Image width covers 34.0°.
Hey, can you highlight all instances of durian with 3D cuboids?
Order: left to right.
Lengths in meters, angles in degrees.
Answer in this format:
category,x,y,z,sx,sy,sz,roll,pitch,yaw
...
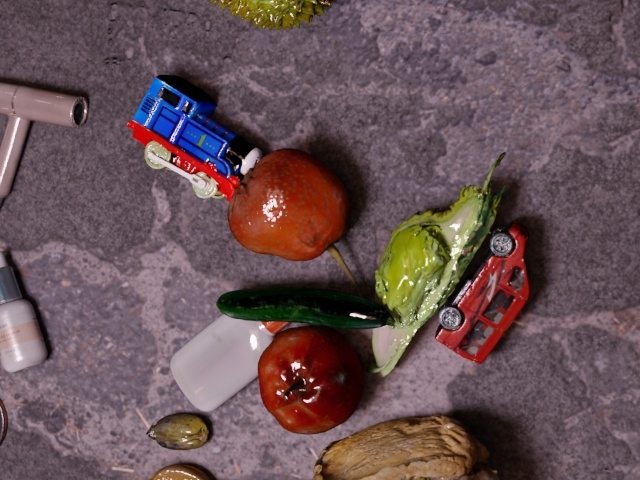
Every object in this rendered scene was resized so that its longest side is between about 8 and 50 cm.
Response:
category,x,y,z,sx,sy,sz,roll,pitch,yaw
durian,-0.065,-0.394,1.448,0.237,0.176,0.200,23,109,20
durian,0.139,0.035,1.439,0.106,0.132,0.375,26,111,-5

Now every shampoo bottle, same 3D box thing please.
category,x,y,z,sx,sy,sz,roll,pitch,yaw
shampoo bottle,-0.495,0.112,1.665,0.074,0.074,0.192,-20,87,18
shampoo bottle,-0.121,0.157,1.561,0.221,0.051,0.108,-39,77,16

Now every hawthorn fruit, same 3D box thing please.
category,x,y,z,sx,sy,sz,roll,pitch,yaw
hawthorn fruit,-0.019,0.198,1.457,0.157,0.194,0.157,0,91,11
hawthorn fruit,0.000,0.000,1.479,0.285,0.165,0.165,45,105,-7

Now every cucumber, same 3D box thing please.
category,x,y,z,sx,sy,sz,roll,pitch,yaw
cucumber,-0.027,0.093,1.466,0.284,0.056,0.056,2,94,30

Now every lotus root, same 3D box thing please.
category,x,y,z,sx,sy,sz,roll,pitch,yaw
lotus root,-0.218,0.293,1.600,0.099,0.049,0.054,-2,101,17

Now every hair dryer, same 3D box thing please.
category,x,y,z,sx,sy,sz,roll,pitch,yaw
hair dryer,-0.475,-0.135,1.656,0.195,0.053,0.220,11,97,16

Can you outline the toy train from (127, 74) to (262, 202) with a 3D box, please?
category,x,y,z,sx,sy,sz,roll,pitch,yaw
toy train,-0.180,-0.145,1.547,0.204,0.083,0.131,33,100,13

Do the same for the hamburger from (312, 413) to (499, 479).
category,x,y,z,sx,sy,sz,roll,pitch,yaw
hamburger,0.098,0.330,1.405,0.286,0.243,0.146,-13,91,33

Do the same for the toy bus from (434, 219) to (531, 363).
category,x,y,z,sx,sy,sz,roll,pitch,yaw
toy bus,0.235,0.068,1.430,0.089,0.081,0.195,33,102,3

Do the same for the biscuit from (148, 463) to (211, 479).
category,x,y,z,sx,sy,sz,roll,pitch,yaw
biscuit,-0.216,0.431,1.611,0.170,0.050,0.170,1,97,10

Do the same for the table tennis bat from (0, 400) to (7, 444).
category,x,y,z,sx,sy,sz,roll,pitch,yaw
table tennis bat,-0.619,0.284,1.744,0.220,0.019,0.130,17,97,15
